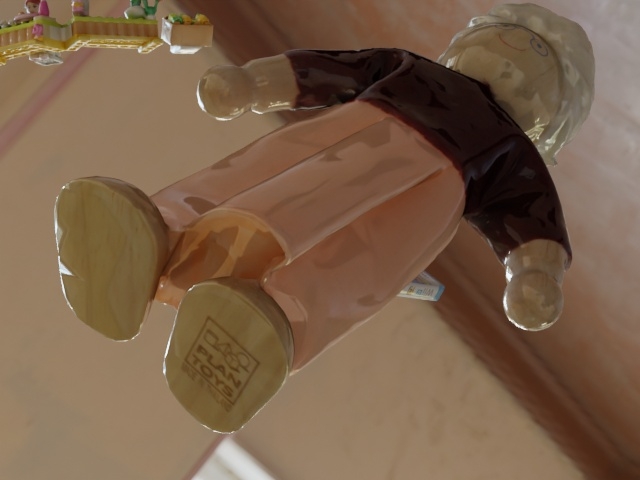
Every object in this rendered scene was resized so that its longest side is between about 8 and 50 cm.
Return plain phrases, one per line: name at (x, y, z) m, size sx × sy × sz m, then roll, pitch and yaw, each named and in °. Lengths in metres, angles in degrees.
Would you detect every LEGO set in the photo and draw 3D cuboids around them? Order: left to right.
LEGO set at (-0.263, -0.249, 1.510) m, size 0.287 × 0.107 × 0.132 m, roll -6°, pitch 175°, yaw 7°

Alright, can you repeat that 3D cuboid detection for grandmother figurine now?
grandmother figurine at (0.039, -0.035, 0.691) m, size 0.208 × 0.342 × 0.104 m, roll 45°, pitch 133°, yaw 7°

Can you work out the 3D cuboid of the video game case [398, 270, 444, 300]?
video game case at (0.000, 0.000, 0.987) m, size 0.119 × 0.015 × 0.166 m, roll 38°, pitch -163°, yaw 33°
